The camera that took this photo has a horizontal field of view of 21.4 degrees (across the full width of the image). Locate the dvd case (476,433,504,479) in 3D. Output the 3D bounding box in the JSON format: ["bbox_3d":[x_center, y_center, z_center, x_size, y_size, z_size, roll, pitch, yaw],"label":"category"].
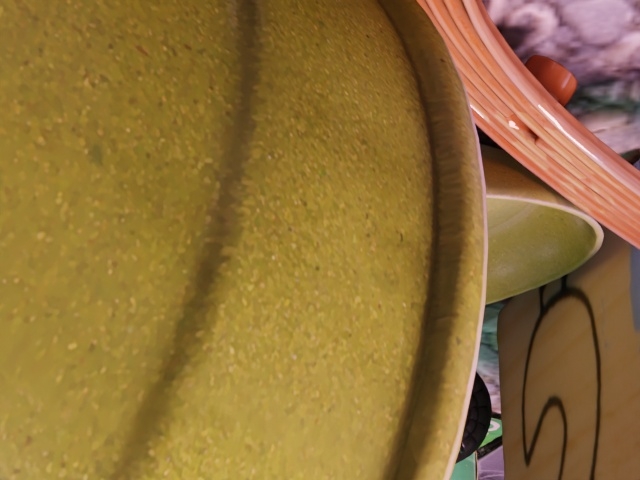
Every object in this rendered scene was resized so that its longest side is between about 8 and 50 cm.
[{"bbox_3d":[0.201,0.162,1.172,0.221,0.018,0.164,8,155,-19],"label":"dvd case"}]

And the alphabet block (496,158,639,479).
[{"bbox_3d":[0.206,0.089,0.799,0.193,0.192,0.197,6,154,-11],"label":"alphabet block"}]

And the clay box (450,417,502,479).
[{"bbox_3d":[0.000,0.140,1.073,0.222,0.053,0.127,9,155,-19],"label":"clay box"}]

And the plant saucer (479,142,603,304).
[{"bbox_3d":[0.000,0.000,0.738,0.241,0.037,0.241,-7,165,-2],"label":"plant saucer"}]

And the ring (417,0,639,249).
[{"bbox_3d":[0.141,-0.038,0.505,0.336,0.032,0.336,33,169,7],"label":"ring"}]

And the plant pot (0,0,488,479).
[{"bbox_3d":[-0.211,-0.023,0.389,0.366,0.366,0.353,-19,139,35],"label":"plant pot"}]

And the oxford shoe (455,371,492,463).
[{"bbox_3d":[-0.024,0.081,0.892,0.227,0.082,0.096,5,172,-9],"label":"oxford shoe"}]
